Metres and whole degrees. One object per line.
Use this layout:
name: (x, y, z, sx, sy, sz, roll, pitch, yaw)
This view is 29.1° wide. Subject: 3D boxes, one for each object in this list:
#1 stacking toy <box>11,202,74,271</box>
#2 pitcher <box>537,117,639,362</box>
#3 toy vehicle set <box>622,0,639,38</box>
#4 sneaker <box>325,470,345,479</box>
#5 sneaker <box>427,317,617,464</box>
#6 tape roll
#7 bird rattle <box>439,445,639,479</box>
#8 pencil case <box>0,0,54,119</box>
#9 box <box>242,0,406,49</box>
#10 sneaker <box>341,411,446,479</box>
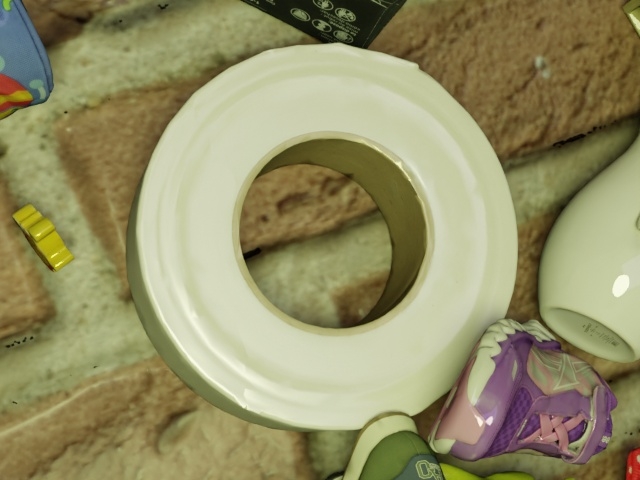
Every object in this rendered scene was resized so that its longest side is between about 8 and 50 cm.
stacking toy: (-0.283, -0.019, 0.823, 0.167, 0.052, 0.221, -37, 130, -16)
pitcher: (0.254, -0.021, 0.948, 0.125, 0.178, 0.207, 27, 74, 13)
toy vehicle set: (0.343, -0.097, 0.986, 0.035, 0.166, 0.267, -31, 89, 0)
sneaker: (0.055, 0.196, 0.934, 0.109, 0.040, 0.044, 8, 81, -12)
sneaker: (0.154, 0.116, 0.868, 0.104, 0.236, 0.095, 34, 103, 19)
tape roll: (0.000, 0.000, 0.922, 0.286, 0.100, 0.286, 2, 80, -13)
bird rattle: (0.185, 0.252, 0.929, 0.253, 0.143, 0.207, 10, 101, -39)
pencil case: (-0.339, -0.110, 0.844, 0.306, 0.119, 0.133, -24, 91, -16)
box: (-0.034, -0.273, 0.924, 0.247, 0.163, 0.142, 26, 72, -9)
sneaker: (0.042, 0.222, 0.858, 0.064, 0.086, 0.192, 4, 113, -27)
